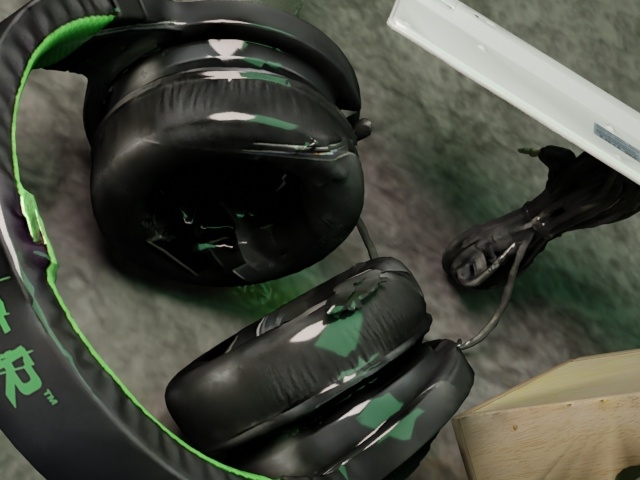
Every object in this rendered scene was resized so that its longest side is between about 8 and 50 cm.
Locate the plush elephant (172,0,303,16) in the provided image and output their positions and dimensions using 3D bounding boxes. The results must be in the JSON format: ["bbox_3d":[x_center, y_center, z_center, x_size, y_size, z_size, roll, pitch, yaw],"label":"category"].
[{"bbox_3d":[-0.093,-0.294,0.921,0.255,0.272,0.330,35,-3,32],"label":"plush elephant"}]

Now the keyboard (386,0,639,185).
[{"bbox_3d":[0.145,-0.050,0.922,0.256,0.014,0.072,31,30,-5],"label":"keyboard"}]

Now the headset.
[{"bbox_3d":[0.000,0.000,0.836,0.394,0.185,0.243,3,62,-57],"label":"headset"}]

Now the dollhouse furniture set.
[{"bbox_3d":[0.182,0.173,0.861,0.212,0.161,0.242,-21,95,-45],"label":"dollhouse furniture set"}]
